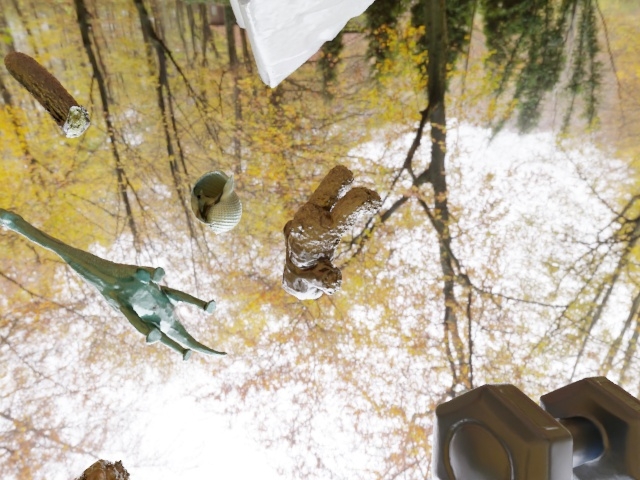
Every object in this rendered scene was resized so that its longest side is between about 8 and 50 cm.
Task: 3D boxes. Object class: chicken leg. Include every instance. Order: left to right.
[{"bbox_3d":[-0.281,0.330,0.512,0.085,0.069,0.198,-38,-166,25],"label":"chicken leg"}]

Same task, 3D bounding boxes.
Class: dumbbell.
[{"bbox_3d":[0.287,0.252,0.569,0.324,0.160,0.144,10,169,-37],"label":"dumbbell"}]

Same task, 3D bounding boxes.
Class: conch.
[{"bbox_3d":[-0.150,-0.053,0.664,0.076,0.085,0.056,10,164,-18],"label":"conch"}]

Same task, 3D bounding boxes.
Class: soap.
[{"bbox_3d":[0.000,-0.367,0.625,0.257,0.159,0.302,-24,-179,-3],"label":"soap"}]

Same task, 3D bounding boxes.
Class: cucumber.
[{"bbox_3d":[-0.567,-0.315,0.943,0.245,0.067,0.067,45,-138,9],"label":"cucumber"}]

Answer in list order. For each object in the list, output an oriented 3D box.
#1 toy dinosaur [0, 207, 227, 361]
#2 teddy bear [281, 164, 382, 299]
[{"bbox_3d":[-0.374,0.091,0.865,0.330,0.383,0.129,20,-116,24],"label":"toy dinosaur"},{"bbox_3d":[-0.006,-0.003,0.516,0.077,0.160,0.119,7,-152,-39],"label":"teddy bear"}]
